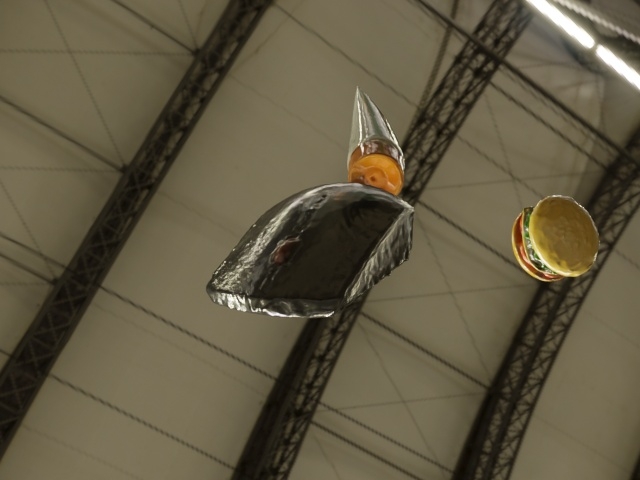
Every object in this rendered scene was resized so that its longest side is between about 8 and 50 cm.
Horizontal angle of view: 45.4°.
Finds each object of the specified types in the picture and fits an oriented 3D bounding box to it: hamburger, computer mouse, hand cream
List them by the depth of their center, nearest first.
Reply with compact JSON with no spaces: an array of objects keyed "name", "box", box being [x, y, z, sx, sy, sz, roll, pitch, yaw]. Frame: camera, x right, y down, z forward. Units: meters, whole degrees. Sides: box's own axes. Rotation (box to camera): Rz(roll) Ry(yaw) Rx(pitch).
[{"name":"computer mouse","box":[0.000,-0.005,0.845,0.295,0.168,0.087,-39,-51,-58]},{"name":"hand cream","box":[0.093,-0.155,1.293,0.139,0.089,0.314,59,-166,-25]},{"name":"hamburger","box":[0.433,-0.004,1.416,0.162,0.115,0.162,7,-107,-24]}]
